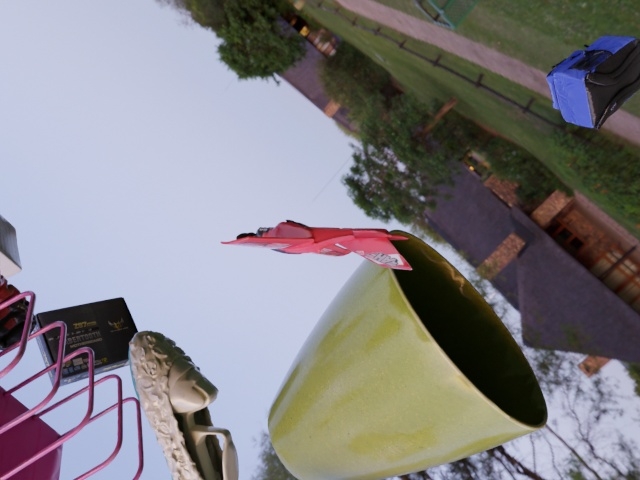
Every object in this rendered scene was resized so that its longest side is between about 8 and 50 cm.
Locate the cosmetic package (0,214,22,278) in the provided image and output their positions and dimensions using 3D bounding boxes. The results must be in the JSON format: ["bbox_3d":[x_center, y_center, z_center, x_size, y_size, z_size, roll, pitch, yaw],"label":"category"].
[{"bbox_3d":[-0.785,0.001,1.053,0.151,0.151,0.184,55,167,34],"label":"cosmetic package"}]

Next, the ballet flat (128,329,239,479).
[{"bbox_3d":[-0.236,0.352,0.922,0.147,0.146,0.409,-6,-105,-69],"label":"ballet flat"}]

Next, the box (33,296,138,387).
[{"bbox_3d":[-0.596,0.255,1.254,0.232,0.059,0.184,-7,-120,-51],"label":"box"}]

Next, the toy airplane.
[{"bbox_3d":[0.000,0.000,0.371,0.151,0.028,0.151,7,179,0],"label":"toy airplane"}]

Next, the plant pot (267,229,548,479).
[{"bbox_3d":[0.076,0.184,0.626,0.274,0.293,0.275,37,-155,-20],"label":"plant pot"}]

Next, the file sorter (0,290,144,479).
[{"bbox_3d":[-0.413,0.252,0.706,0.291,0.182,0.202,65,172,-34],"label":"file sorter"}]

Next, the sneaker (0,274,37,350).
[{"bbox_3d":[-0.557,0.052,0.757,0.135,0.276,0.098,20,-137,24],"label":"sneaker"}]

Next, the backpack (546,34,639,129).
[{"bbox_3d":[0.406,-0.244,0.710,0.098,0.120,0.101,55,177,-39],"label":"backpack"}]
